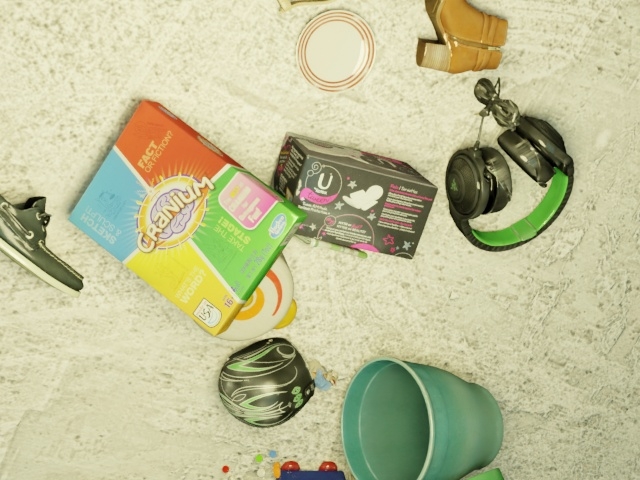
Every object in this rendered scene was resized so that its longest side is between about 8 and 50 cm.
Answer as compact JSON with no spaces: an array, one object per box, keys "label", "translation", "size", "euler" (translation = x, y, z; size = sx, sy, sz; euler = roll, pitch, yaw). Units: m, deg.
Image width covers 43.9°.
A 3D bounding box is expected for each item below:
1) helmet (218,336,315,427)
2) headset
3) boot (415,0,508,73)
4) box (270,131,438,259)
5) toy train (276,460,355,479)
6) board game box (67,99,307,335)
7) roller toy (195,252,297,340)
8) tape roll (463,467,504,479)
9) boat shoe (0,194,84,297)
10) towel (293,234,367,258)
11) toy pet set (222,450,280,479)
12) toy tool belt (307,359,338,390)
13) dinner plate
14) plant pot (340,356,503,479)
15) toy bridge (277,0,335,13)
[{"label":"helmet","translation":[-0.110,0.277,1.520],"size":[0.161,0.169,0.169],"euler":[-23,121,-24]},{"label":"headset","translation":[0.347,-0.124,1.439],"size":[0.243,0.185,0.394],"euler":[-30,131,-1]},{"label":"boot","translation":[0.253,-0.381,1.355],"size":[0.152,0.073,0.197],"euler":[0,127,-15]},{"label":"box","translation":[0.050,-0.082,1.384],"size":[0.247,0.163,0.142],"euler":[13,108,-21]},{"label":"toy train","translation":[0.015,0.564,1.727],"size":[0.248,0.105,0.143],"euler":[6,123,-19]},{"label":"board game box","translation":[-0.217,-0.037,1.285],"size":[0.316,0.064,0.242],"euler":[36,101,8]},{"label":"roller toy","translation":[-0.148,0.076,1.410],"size":[0.191,0.146,0.209],"euler":[-15,119,-9]},{"label":"tape roll","translation":[0.229,0.556,1.617],"size":[0.321,0.077,0.321],"euler":[-19,161,-7]},{"label":"boat shoe","translation":[-0.493,-0.039,1.273],"size":[0.340,0.127,0.113],"euler":[43,75,-26]},{"label":"towel","translation":[0.000,0.000,1.410],"size":[0.152,0.113,0.023],"euler":[16,102,-47]},{"label":"toy pet set","translation":[-0.130,0.514,1.666],"size":[0.122,0.114,0.065],"euler":[-18,157,8]},{"label":"toy tool belt","translation":[0.003,0.282,1.608],"size":[0.083,0.051,0.052],"euler":[34,102,-28]},{"label":"dinner plate","translation":[0.026,-0.319,1.346],"size":[0.141,0.017,0.141],"euler":[-7,116,-14]},{"label":"plant pot","translation":[0.223,0.379,1.612],"size":[0.255,0.271,0.272],"euler":[9,113,-35]},{"label":"toy bridge","translation":[0.013,-0.420,1.288],"size":[0.188,0.026,0.063],"euler":[-33,121,1]}]
